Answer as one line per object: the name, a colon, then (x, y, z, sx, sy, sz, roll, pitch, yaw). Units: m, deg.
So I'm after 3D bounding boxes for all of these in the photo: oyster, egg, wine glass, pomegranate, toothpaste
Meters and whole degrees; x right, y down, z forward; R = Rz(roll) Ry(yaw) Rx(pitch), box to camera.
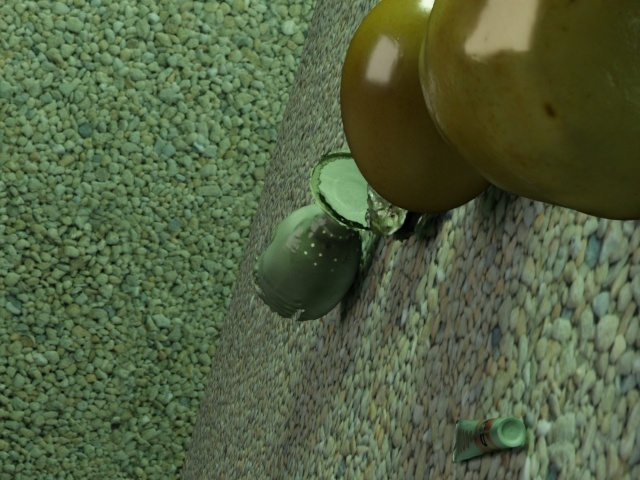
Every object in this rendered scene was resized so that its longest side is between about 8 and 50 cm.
oyster: (0.143, -0.125, 1.859, 0.198, 0.112, 0.267, -117, 45, -72)
egg: (0.148, -0.182, 1.556, 0.250, 0.250, 0.322, -91, 8, -51)
wine glass: (0.005, 0.002, 2.187, 0.357, 0.191, 0.190, 127, 155, -50)
pomegranate: (0.245, -0.172, 0.993, 0.332, 0.333, 0.332, -166, 90, -78)
toothpaste: (0.191, 0.232, 1.414, 0.205, 0.036, 0.056, 131, 149, -73)
